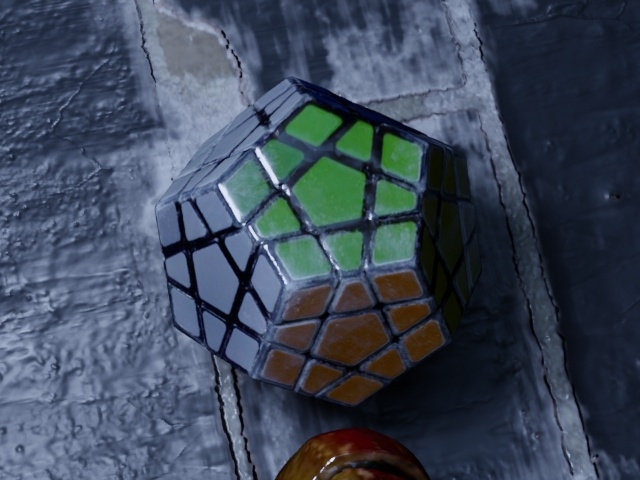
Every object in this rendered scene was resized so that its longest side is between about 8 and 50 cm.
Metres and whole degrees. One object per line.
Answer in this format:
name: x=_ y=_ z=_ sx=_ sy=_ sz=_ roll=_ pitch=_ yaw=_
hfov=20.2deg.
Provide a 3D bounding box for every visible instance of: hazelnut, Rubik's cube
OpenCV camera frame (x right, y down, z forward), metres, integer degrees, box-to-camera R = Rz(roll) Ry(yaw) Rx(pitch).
hazelnut: x=0.030 y=0.282 z=1.674 sx=0.178 sy=0.178 sz=0.204 roll=-8 pitch=43 yaw=-6
Rubik's cube: x=0.001 y=0.000 z=1.715 sx=0.319 sy=0.319 sz=0.264 roll=24 pitch=97 yaw=5
